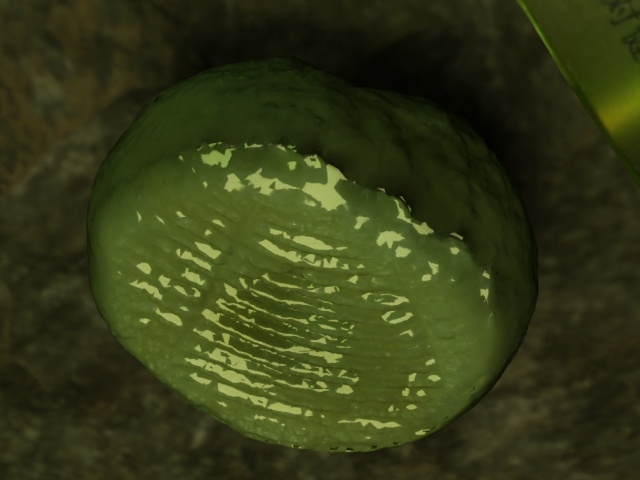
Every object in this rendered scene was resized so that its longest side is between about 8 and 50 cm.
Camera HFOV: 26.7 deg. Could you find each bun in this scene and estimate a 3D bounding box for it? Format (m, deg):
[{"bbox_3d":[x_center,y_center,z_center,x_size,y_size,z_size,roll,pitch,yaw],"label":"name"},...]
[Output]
[{"bbox_3d":[0.000,0.000,0.593,0.195,0.118,0.195,10,131,12],"label":"bun"}]

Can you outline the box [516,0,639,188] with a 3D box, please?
[{"bbox_3d":[0.239,-0.117,0.496,0.311,0.043,0.173,-26,118,29],"label":"box"}]
